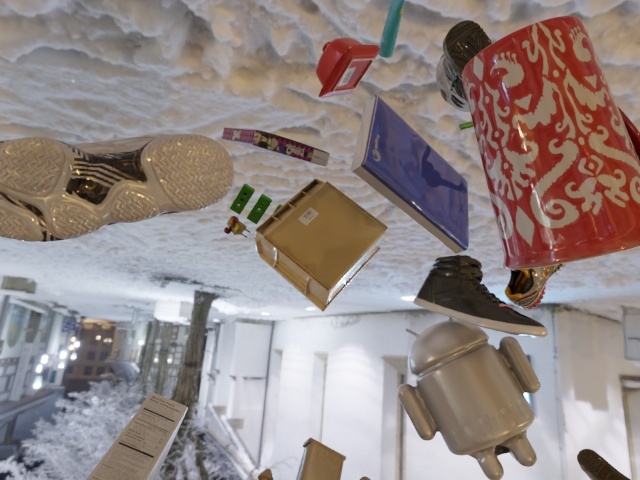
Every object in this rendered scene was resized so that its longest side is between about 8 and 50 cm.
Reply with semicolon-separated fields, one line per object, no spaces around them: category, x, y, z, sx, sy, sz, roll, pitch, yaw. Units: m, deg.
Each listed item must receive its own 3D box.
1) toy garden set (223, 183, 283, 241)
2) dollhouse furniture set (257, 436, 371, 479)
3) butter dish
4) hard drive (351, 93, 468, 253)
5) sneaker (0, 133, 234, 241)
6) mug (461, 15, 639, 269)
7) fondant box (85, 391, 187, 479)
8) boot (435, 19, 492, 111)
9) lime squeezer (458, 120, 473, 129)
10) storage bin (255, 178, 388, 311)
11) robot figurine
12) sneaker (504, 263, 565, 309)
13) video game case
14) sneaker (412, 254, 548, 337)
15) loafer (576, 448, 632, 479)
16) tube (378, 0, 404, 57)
toy garden set;-0.208;-0.064;1.442;0.244;0.049;0.203;32;117;-12
dollhouse furniture set;-0.065;0.721;1.112;0.303;0.173;0.355;31;125;-5
butter dish;0.050;-0.471;1.062;0.160;0.118;0.160;-29;166;-44
hard drive;0.205;-0.137;0.860;0.319;0.210;0.040;33;141;-27
sneaker;-0.331;-0.093;0.633;0.366;0.137;0.210;-10;-166;-19
mug;0.193;-0.074;0.336;0.113;0.169;0.150;-19;175;43
fondant box;-0.391;0.493;0.772;0.096;0.238;0.330;25;-167;-3
boot;0.229;-0.214;0.604;0.076;0.189;0.208;-25;180;10
lime squeezer;0.483;-0.278;0.985;0.311;0.058;0.110;9;152;-26
storage bin;0.000;0.000;1.103;0.260;0.262;0.123;39;153;14
robot figurine;0.331;0.331;0.914;0.300;0.353;0.199;-26;155;1
sneaker;0.529;0.062;0.990;0.093;0.225;0.088;20;-175;-34
video game case;-0.122;-0.248;1.062;0.210;0.041;0.232;9;-170;-34
sneaker;0.344;0.110;0.878;0.105;0.146;0.296;22;174;-40
loafer;0.549;0.457;0.748;0.056;0.148;0.050;-37;137;0
tube;0.220;-0.667;1.233;0.052;0.080;0.207;-8;145;-14
